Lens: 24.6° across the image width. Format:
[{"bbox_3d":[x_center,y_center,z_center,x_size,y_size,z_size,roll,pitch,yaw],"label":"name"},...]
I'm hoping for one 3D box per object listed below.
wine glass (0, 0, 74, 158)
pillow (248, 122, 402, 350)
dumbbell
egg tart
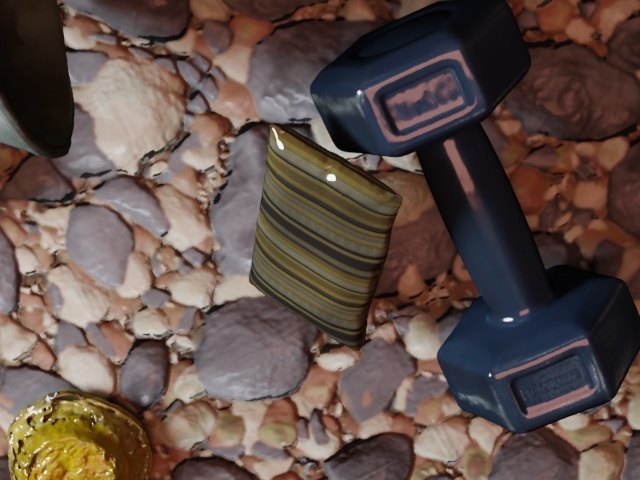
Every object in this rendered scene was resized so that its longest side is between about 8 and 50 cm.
[{"bbox_3d":[-0.397,-0.134,0.986,0.406,0.267,0.267,-15,109,4],"label":"wine glass"},{"bbox_3d":[0.000,0.000,1.095,0.113,0.038,0.203,30,146,12],"label":"pillow"},{"bbox_3d":[0.121,-0.017,1.093,0.143,0.156,0.316,-33,110,-19],"label":"dumbbell"},{"bbox_3d":[-0.205,0.189,1.222,0.130,0.052,0.130,0,113,-1],"label":"egg tart"}]
